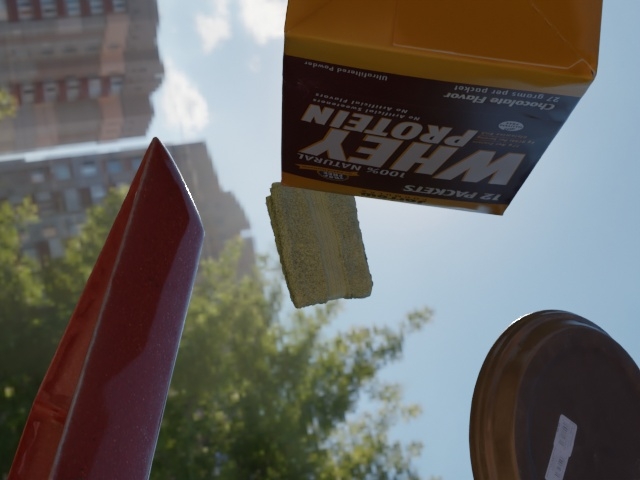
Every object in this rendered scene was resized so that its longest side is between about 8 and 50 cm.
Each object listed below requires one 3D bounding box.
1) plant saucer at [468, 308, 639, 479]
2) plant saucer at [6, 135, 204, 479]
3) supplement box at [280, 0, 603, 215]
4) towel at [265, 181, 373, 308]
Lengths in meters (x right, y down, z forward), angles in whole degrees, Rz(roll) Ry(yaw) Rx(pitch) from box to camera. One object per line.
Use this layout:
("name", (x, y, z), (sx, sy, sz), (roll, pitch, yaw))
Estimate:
("plant saucer", (0.255, 0.204, 1.157), (0.041, 0.278, 0.277), (-16, -97, 50))
("plant saucer", (-0.129, 0.117, 0.608), (0.258, 0.048, 0.259), (-83, -161, -48))
("supplement box", (0.056, -0.136, 0.584), (0.194, 0.129, 0.191), (99, -1, -75))
("towel", (0.000, 0.000, 1.335), (0.027, 0.110, 0.148), (150, -70, -66))
